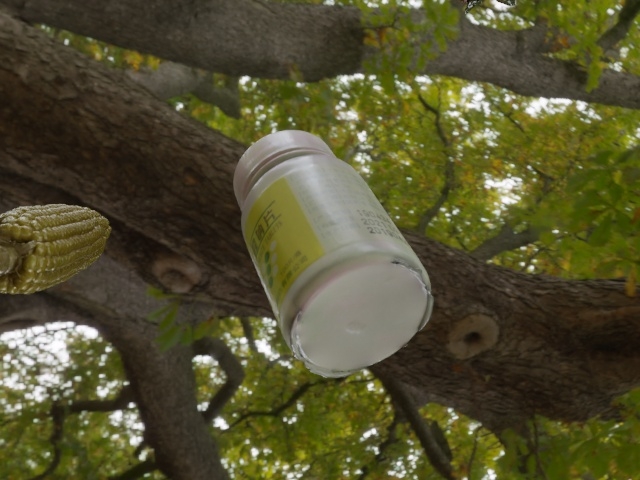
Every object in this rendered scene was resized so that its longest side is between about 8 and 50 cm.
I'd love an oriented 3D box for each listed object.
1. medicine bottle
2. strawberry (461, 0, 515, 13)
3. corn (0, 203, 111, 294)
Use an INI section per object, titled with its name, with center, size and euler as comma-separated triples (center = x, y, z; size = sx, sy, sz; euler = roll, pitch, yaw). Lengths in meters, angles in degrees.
[medicine bottle]
center = 0.000, 0.000, 1.055
size = 0.213, 0.214, 0.378
euler = -57, -145, 22
[strawberry]
center = 0.214, -0.463, 1.087
size = 0.228, 0.098, 0.174
euler = 35, -40, 32
[corn]
center = -0.391, 0.005, 1.004
size = 0.119, 0.322, 0.119
euler = 0, -82, 1
